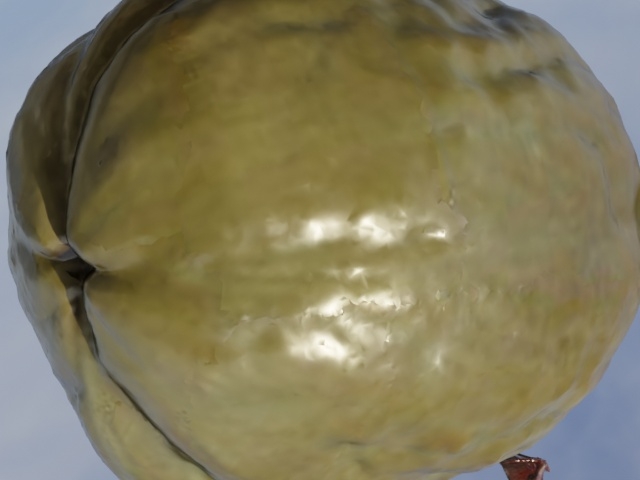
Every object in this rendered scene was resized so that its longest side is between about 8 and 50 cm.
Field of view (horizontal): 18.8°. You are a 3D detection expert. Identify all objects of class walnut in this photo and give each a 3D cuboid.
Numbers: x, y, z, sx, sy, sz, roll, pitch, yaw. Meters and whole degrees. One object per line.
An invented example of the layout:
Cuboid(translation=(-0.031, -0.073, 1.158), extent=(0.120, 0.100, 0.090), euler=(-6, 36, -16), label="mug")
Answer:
Cuboid(translation=(0.000, 0.000, 0.806), extent=(0.227, 0.283, 0.283), euler=(13, -131, 44), label="walnut")

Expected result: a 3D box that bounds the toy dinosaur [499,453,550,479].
Cuboid(translation=(0.164, 0.210, 1.345), extent=(0.108, 0.032, 0.220), euler=(-17, -128, -34), label="toy dinosaur")
